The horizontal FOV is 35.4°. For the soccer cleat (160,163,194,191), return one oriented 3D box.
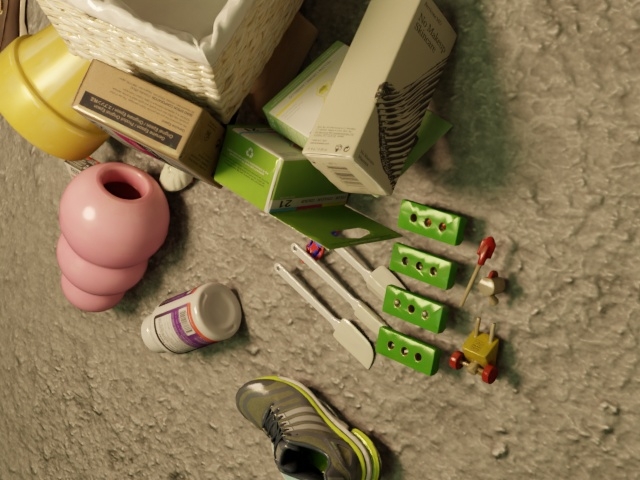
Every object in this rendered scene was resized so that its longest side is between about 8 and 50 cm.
[{"bbox_3d":[-0.247,-0.147,1.826,0.196,0.076,0.068,-31,75,41],"label":"soccer cleat"}]

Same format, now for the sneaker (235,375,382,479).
[{"bbox_3d":[-0.042,0.317,1.643,0.300,0.121,0.111,26,113,37],"label":"sneaker"}]

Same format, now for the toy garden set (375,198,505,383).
[{"bbox_3d":[0.192,0.081,1.479,0.204,0.049,0.244,20,107,39],"label":"toy garden set"}]

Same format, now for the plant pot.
[{"bbox_3d":[-0.455,-0.320,1.896,0.239,0.254,0.254,-39,70,22],"label":"plant pot"}]

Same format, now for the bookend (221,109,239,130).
[{"bbox_3d":[-0.155,-0.184,1.704,0.157,0.072,0.156,17,85,3],"label":"bookend"}]

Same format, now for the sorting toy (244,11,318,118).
[{"bbox_3d":[-0.108,-0.342,1.702,0.208,0.038,0.193,47,125,22],"label":"sorting toy"}]

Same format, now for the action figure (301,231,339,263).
[{"bbox_3d":[0.000,0.000,1.656,0.038,0.030,0.115,51,129,18],"label":"action figure"}]

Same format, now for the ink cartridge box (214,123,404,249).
[{"bbox_3d":[-0.006,-0.088,1.539,0.255,0.189,0.097,31,115,34],"label":"ink cartridge box"}]

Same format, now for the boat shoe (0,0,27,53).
[{"bbox_3d":[-0.707,-0.525,2.180,0.117,0.097,0.324,6,101,42],"label":"boat shoe"}]

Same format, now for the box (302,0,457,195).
[{"bbox_3d":[0.086,-0.206,1.400,0.094,0.113,0.275,9,69,41],"label":"box"}]

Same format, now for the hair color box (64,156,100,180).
[{"bbox_3d":[-0.457,-0.102,2.007,0.072,0.043,0.141,28,145,36],"label":"hair color box"}]

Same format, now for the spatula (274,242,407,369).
[{"bbox_3d":[0.032,0.072,1.631,0.242,0.019,0.168,44,129,21],"label":"spatula"}]

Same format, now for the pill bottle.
[{"bbox_3d":[-0.245,0.150,1.848,0.193,0.108,0.108,-22,81,43],"label":"pill bottle"}]

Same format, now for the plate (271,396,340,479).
[{"bbox_3d":[-0.012,0.354,1.722,0.188,0.024,0.188,8,102,43],"label":"plate"}]

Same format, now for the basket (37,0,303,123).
[{"bbox_3d":[-0.209,-0.406,1.488,0.328,0.266,0.331,26,77,9],"label":"basket"}]

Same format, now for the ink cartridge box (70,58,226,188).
[{"bbox_3d":[-0.246,-0.174,1.549,0.193,0.235,0.088,25,87,13],"label":"ink cartridge box"}]

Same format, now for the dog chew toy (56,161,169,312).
[{"bbox_3d":[-0.415,0.010,1.932,0.206,0.207,0.332,50,134,25],"label":"dog chew toy"}]

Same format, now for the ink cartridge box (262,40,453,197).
[{"bbox_3d":[0.053,-0.186,1.492,0.235,0.171,0.056,36,162,35],"label":"ink cartridge box"}]
